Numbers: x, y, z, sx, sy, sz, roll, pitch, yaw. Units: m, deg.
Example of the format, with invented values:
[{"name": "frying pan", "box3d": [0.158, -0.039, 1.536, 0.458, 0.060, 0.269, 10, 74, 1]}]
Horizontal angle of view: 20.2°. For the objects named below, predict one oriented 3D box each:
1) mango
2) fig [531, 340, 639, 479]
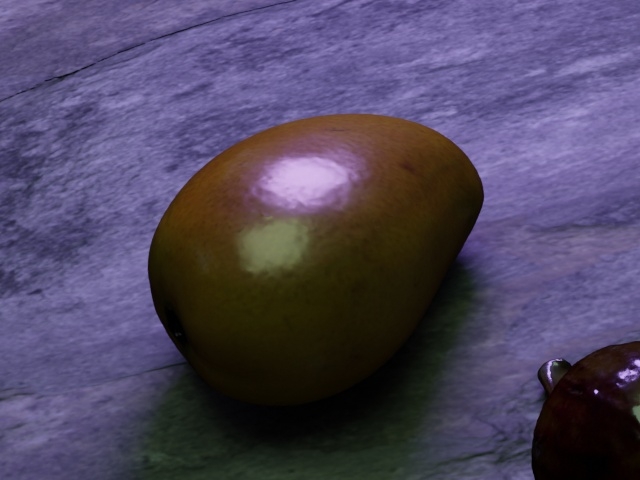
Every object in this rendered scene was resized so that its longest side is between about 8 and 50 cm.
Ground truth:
[{"name": "mango", "box3d": [0.000, 0.000, 1.675, 0.263, 0.221, 0.378, 19, 39, 34]}, {"name": "fig", "box3d": [0.253, 0.170, 1.498, 0.217, 0.217, 0.321, -18, 14, -10]}]
